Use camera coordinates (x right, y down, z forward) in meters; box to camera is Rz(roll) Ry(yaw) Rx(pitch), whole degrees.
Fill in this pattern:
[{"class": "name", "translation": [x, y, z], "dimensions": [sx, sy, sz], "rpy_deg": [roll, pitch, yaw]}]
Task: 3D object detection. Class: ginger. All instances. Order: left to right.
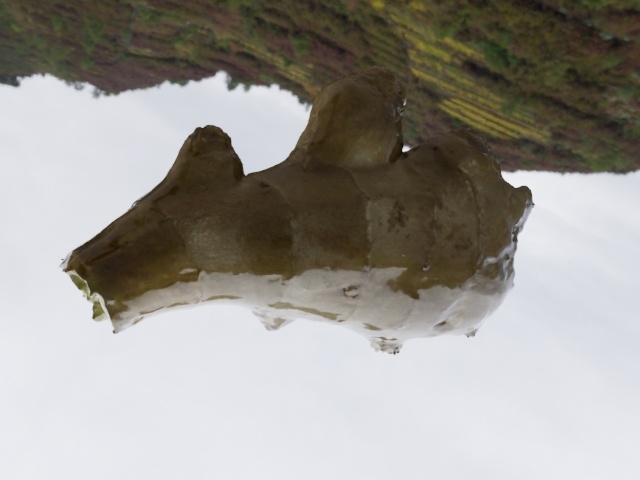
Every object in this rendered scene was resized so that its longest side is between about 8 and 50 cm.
[{"class": "ginger", "translation": [0.007, -0.023, 0.485], "dimensions": [0.375, 0.236, 0.166], "rpy_deg": [6, -157, -35]}]
